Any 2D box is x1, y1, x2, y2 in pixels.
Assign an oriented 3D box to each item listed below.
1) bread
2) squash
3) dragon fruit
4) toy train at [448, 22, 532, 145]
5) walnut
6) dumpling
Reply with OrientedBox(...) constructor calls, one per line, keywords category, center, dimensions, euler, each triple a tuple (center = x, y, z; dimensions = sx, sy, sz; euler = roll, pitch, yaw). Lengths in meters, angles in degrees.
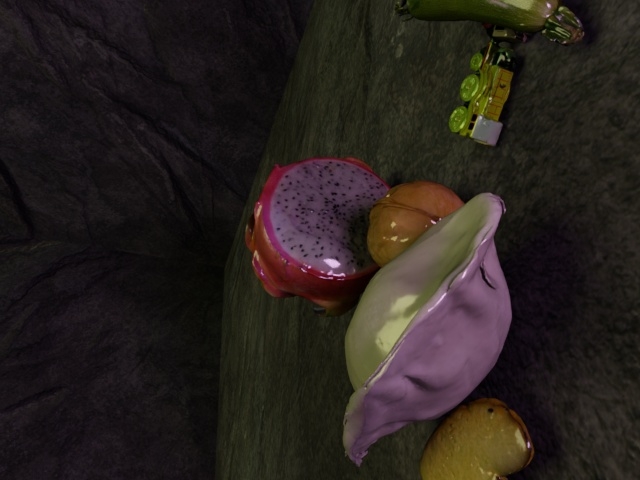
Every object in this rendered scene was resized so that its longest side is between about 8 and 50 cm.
OrientedBox(category="bread", center=(0.190, 0.261, 0.607), dimensions=(0.188, 0.065, 0.149), euler=(-63, 35, 36))
OrientedBox(category="squash", center=(0.202, -0.312, 0.704), dimensions=(0.318, 0.071, 0.080), euler=(40, 151, 50))
OrientedBox(category="dragon fruit", center=(0.000, 0.000, 0.995), dimensions=(0.189, 0.290, 0.291), euler=(112, 160, -52))
OrientedBox(category="toy train", center=(0.241, -0.256, 0.741), dimensions=(0.085, 0.053, 0.250), euler=(37, 115, 61))
OrientedBox(category="walnut", center=(0.135, -0.015, 0.800), dimensions=(0.180, 0.144, 0.144), euler=(-163, 84, -77))
OrientedBox(category="dumpling", center=(0.110, 0.122, 0.633), dimensions=(0.341, 0.181, 0.260), euler=(-42, 3, 47))
